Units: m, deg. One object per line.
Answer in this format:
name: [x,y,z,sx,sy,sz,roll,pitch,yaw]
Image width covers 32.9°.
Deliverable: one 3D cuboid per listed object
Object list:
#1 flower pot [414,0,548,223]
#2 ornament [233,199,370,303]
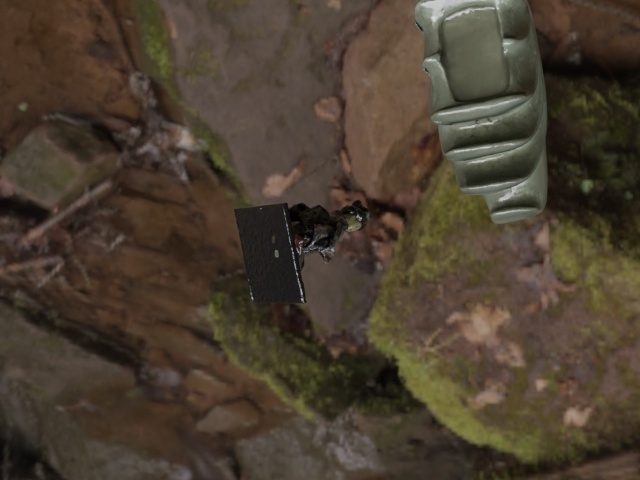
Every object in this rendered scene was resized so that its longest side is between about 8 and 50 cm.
flower pot: [0.250,-0.222,1.597,0.164,0.367,0.254,-11,166,18]
ornament: [0.000,0.000,1.677,0.196,0.153,0.166,-16,-172,-32]
